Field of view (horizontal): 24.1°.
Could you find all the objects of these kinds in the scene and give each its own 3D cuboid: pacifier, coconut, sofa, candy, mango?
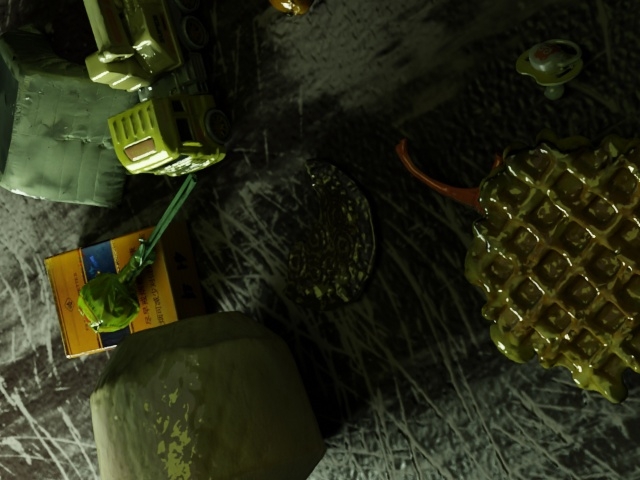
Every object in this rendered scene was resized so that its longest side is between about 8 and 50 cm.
[{"bbox_3d":[0.259,-0.187,1.663,0.083,0.068,0.064,38,154,47],"label":"pacifier"},{"bbox_3d":[-0.139,0.256,1.892,0.328,0.328,0.329,6,100,37],"label":"coconut"},{"bbox_3d":[-0.373,-0.178,2.135,0.225,0.176,0.210,-137,56,-59],"label":"sofa"},{"bbox_3d":[-0.235,0.016,1.990,0.262,0.077,0.073,-55,43,19],"label":"candy"},{"bbox_3d":[-0.040,-0.338,1.861,0.077,0.063,0.127,-27,75,42],"label":"mango"}]

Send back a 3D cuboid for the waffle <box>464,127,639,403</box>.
[{"bbox_3d":[0.297,0.020,1.623,0.281,0.058,0.301,19,115,19],"label":"waffle"}]

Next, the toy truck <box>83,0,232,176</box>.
[{"bbox_3d":[-0.229,-0.220,1.964,0.124,0.157,0.272,-18,85,38],"label":"toy truck"}]

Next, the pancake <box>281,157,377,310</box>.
[{"bbox_3d":[0.000,0.000,1.905,0.190,0.020,0.184,-42,71,33],"label":"pancake"}]

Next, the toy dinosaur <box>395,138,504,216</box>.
[{"bbox_3d":[0.202,-0.054,1.717,0.279,0.055,0.101,42,125,26],"label":"toy dinosaur"}]

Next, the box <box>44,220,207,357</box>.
[{"bbox_3d":[-0.275,0.071,2.100,0.237,0.070,0.152,-15,87,40],"label":"box"}]
